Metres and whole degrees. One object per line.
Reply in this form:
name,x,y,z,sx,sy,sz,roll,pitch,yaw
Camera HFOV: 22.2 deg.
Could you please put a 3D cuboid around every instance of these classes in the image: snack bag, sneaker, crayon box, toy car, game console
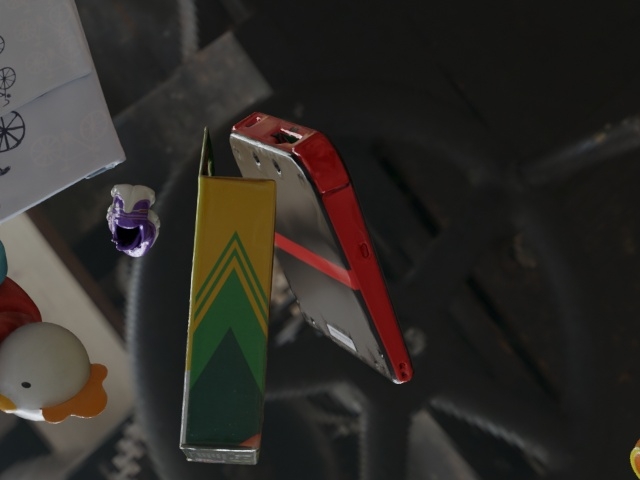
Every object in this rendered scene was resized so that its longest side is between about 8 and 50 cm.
snack bag,-0.441,-0.175,2.237,0.037,0.323,0.343,30,143,46
sneaker,-0.240,-0.013,2.020,0.068,0.071,0.170,9,159,2
crayon box,-0.090,0.062,1.662,0.202,0.081,0.319,101,172,-79
toy car,-0.357,0.151,1.858,0.238,0.210,0.219,25,137,23
game console,0.000,0.000,2.210,0.342,0.060,0.386,67,167,-17

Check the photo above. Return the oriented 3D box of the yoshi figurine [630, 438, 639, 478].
yoshi figurine,0.496,0.198,1.847,0.203,0.362,0.203,60,158,1
